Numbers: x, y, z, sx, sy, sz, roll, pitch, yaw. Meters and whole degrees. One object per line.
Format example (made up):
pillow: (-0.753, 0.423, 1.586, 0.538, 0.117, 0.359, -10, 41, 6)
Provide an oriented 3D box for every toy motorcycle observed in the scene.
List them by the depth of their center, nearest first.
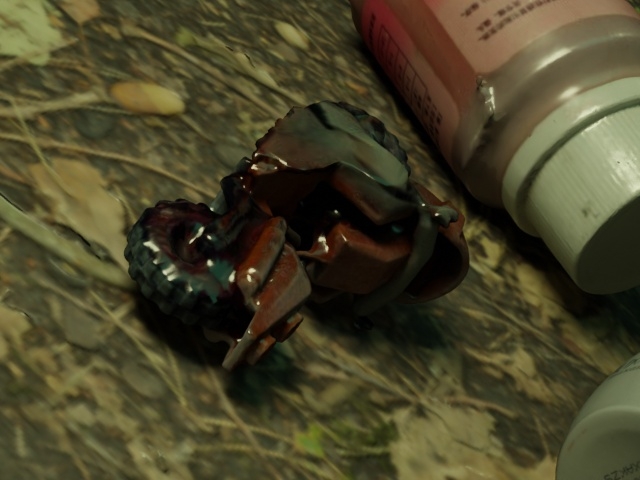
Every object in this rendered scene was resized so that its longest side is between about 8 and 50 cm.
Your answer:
toy motorcycle: (0.000, 0.000, 0.919, 0.118, 0.084, 0.212, 44, 37, 7)

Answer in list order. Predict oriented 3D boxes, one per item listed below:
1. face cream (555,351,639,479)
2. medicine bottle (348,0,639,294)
face cream: (0.177, 0.108, 0.931, 0.117, 0.117, 0.104, 49, 39, 18)
medicine bottle: (0.127, -0.091, 1.132, 0.147, 0.147, 0.247, 5, 43, -46)
